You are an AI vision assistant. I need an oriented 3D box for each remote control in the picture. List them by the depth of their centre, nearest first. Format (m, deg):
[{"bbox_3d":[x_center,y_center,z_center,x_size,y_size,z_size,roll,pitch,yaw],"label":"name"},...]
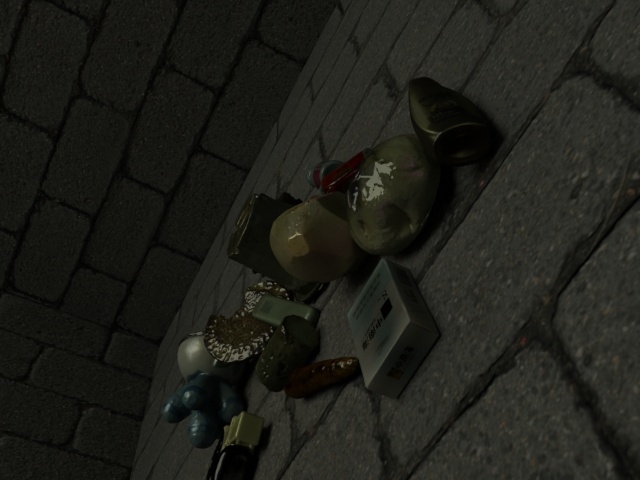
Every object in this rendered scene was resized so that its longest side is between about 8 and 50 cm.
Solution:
[{"bbox_3d":[-0.101,0.199,1.785,0.309,0.038,0.090,5,59,59],"label":"remote control"}]

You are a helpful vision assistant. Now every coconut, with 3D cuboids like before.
[{"bbox_3d":[0.000,0.000,1.511,0.237,0.237,0.197,-9,101,71],"label":"coconut"}]

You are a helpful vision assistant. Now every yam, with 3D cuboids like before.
[{"bbox_3d":[-0.089,0.287,1.628,0.194,0.107,0.107,-57,19,31],"label":"yam"}]

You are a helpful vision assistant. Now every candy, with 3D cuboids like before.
[{"bbox_3d":[0.078,-0.169,1.692,0.292,0.059,0.086,-34,30,14],"label":"candy"}]

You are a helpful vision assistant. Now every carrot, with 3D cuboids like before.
[{"bbox_3d":[0.000,0.294,1.419,0.314,0.066,0.066,-38,32,56],"label":"carrot"}]

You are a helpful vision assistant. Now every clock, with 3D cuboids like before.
[{"bbox_3d":[-0.247,0.639,1.635,0.276,0.120,0.379,125,161,-49],"label":"clock"}]

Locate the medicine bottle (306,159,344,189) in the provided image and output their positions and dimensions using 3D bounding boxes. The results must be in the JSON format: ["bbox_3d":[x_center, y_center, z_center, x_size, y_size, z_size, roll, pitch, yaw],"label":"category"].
[{"bbox_3d":[0.015,-0.194,1.968,0.090,0.090,0.217,-67,16,-2],"label":"medicine bottle"}]

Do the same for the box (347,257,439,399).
[{"bbox_3d":[0.127,0.156,1.209,0.155,0.067,0.243,-62,17,21],"label":"box"}]

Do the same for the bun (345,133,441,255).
[{"bbox_3d":[0.141,-0.105,1.346,0.273,0.168,0.273,-159,90,-81],"label":"bun"}]

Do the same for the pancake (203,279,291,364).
[{"bbox_3d":[-0.218,0.240,1.944,0.286,0.033,0.288,-1,52,32],"label":"pancake"}]

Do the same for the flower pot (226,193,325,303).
[{"bbox_3d":[-0.102,-0.001,1.782,0.290,0.259,0.290,-58,18,30],"label":"flower pot"}]

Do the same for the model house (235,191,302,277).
[{"bbox_3d":[-0.144,-0.006,1.989,0.204,0.211,0.243,-52,17,45],"label":"model house"}]

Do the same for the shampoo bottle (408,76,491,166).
[{"bbox_3d":[0.243,-0.250,1.302,0.350,0.126,0.084,-94,-5,-61],"label":"shampoo bottle"}]

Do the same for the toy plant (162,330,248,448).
[{"bbox_3d":[-0.345,0.470,1.978,0.247,0.247,0.332,-51,25,41],"label":"toy plant"}]
